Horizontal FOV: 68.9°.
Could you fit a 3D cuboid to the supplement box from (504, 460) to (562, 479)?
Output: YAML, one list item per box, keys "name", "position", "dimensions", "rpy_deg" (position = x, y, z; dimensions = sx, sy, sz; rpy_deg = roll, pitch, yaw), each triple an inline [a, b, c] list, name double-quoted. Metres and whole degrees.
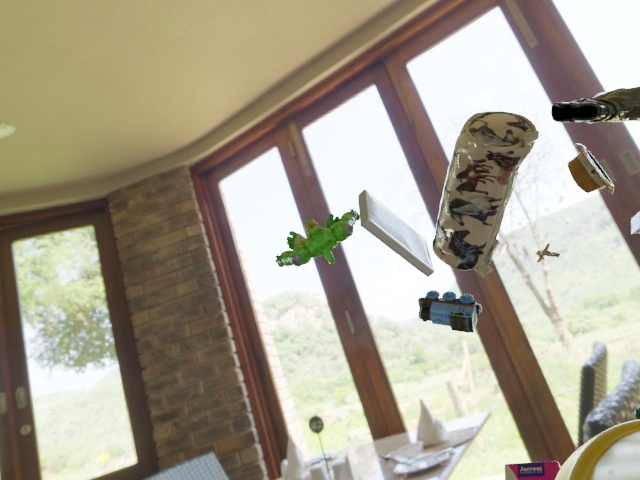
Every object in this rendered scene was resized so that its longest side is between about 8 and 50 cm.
- name: "supplement box"
  position: [0.424, 0.552, 0.882]
  dimensions: [0.111, 0.114, 0.220]
  rpy_deg: [-24, 25, 34]

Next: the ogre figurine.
- name: "ogre figurine"
  position: [0.000, 0.000, 0.951]
  dimensions: [0.196, 0.097, 0.118]
  rpy_deg: [-12, 9, -6]

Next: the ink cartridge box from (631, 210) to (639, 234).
- name: "ink cartridge box"
  position: [0.878, -0.048, 1.277]
  dimensions: [0.028, 0.048, 0.083]
  rpy_deg: [4, -13, 19]

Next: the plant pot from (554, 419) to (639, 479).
- name: "plant pot"
  position: [0.369, 0.275, 0.423]
  dimensions: [0.253, 0.254, 0.239]
  rpy_deg: [-17, -38, -3]

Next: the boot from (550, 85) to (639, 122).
- name: "boot"
  position: [0.604, -0.263, 0.932]
  dimensions: [0.161, 0.084, 0.246]
  rpy_deg: [-14, 14, -18]

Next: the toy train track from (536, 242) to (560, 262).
- name: "toy train track"
  position: [0.499, 0.031, 1.015]
  dimensions: [0.083, 0.014, 0.048]
  rpy_deg: [5, -64, -34]

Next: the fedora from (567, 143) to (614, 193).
- name: "fedora"
  position: [0.853, -0.217, 1.494]
  dimensions: [0.194, 0.195, 0.079]
  rpy_deg: [2, -31, -48]

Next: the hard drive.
- name: "hard drive"
  position: [0.254, -0.026, 1.575]
  dimensions: [0.307, 0.203, 0.040]
  rpy_deg: [36, -61, -21]

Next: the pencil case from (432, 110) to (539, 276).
- name: "pencil case"
  position: [0.393, -0.110, 1.140]
  dimensions: [0.159, 0.183, 0.411]
  rpy_deg: [-32, -38, -31]

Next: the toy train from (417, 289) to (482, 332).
- name: "toy train"
  position: [0.367, 0.202, 1.349]
  dimensions: [0.183, 0.080, 0.105]
  rpy_deg: [4, 35, 29]

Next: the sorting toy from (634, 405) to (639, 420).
- name: "sorting toy"
  position: [0.697, 0.443, 0.920]
  dimensions: [0.132, 0.046, 0.275]
  rpy_deg: [-42, 9, 49]
